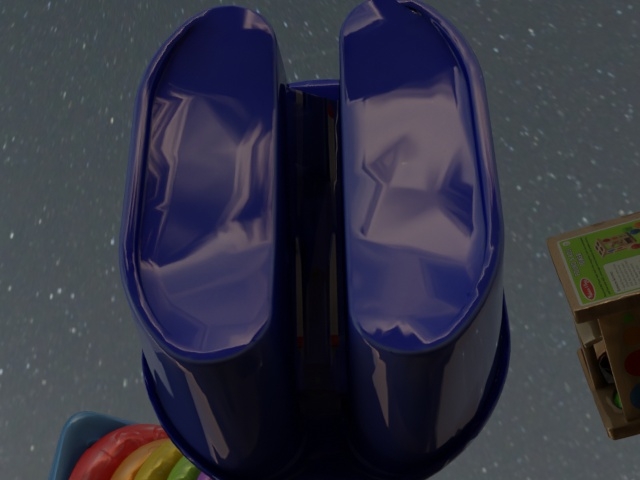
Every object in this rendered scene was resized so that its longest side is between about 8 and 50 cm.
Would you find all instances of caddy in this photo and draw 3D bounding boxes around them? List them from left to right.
[{"bbox_3d":[0.000,0.000,0.705,0.241,0.341,0.179,-2,-34,3],"label":"caddy"}]

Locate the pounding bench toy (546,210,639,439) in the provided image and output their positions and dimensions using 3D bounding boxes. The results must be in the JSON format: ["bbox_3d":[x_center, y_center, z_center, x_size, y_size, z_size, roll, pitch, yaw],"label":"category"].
[{"bbox_3d":[0.118,0.038,0.373,0.052,0.083,0.065,-17,-64,9],"label":"pounding bench toy"}]

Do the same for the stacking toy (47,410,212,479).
[{"bbox_3d":[-0.083,0.220,0.863,0.166,0.175,0.302,26,-31,-37],"label":"stacking toy"}]
